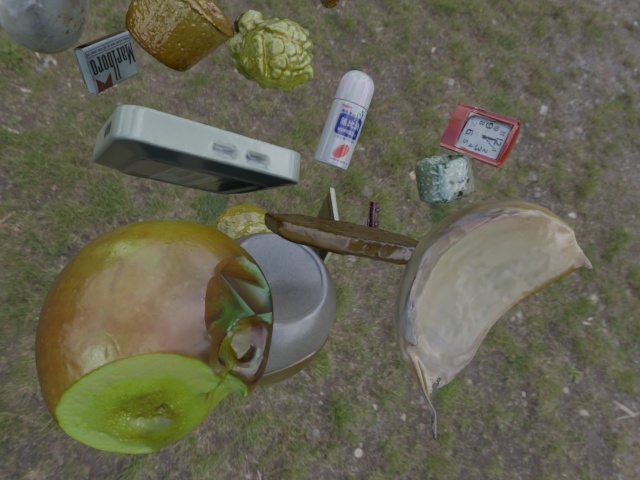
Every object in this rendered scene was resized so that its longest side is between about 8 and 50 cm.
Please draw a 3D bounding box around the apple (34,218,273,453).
[{"bbox_3d":[-0.251,0.154,0.705,0.375,0.374,0.383,-5,87,-14],"label":"apple"}]

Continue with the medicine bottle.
[{"bbox_3d":[0.089,-0.429,1.483,0.131,0.130,0.340,19,97,-9],"label":"medicine bottle"}]

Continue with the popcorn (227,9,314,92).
[{"bbox_3d":[-0.130,-0.524,1.165,0.255,0.194,0.256,18,41,-3],"label":"popcorn"}]

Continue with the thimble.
[{"bbox_3d":[0.186,-0.094,0.624,0.085,0.110,0.062,-9,105,15],"label":"thimble"}]

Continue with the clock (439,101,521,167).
[{"bbox_3d":[0.381,-0.248,0.993,0.155,0.061,0.113,30,103,28],"label":"clock"}]

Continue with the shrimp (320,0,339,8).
[{"bbox_3d":[0.025,-0.518,0.803,0.025,0.091,0.126,-10,125,-25],"label":"shrimp"}]

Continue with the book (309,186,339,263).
[{"bbox_3d":[0.000,0.000,1.435,0.021,0.310,0.216,9,47,-17],"label":"book"}]

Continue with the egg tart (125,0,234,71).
[{"bbox_3d":[-0.292,-0.449,0.859,0.147,0.202,0.202,-42,91,21],"label":"egg tart"}]

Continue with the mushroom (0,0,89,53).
[{"bbox_3d":[-0.665,-0.560,0.946,0.244,0.243,0.243,2,79,-12],"label":"mushroom"}]

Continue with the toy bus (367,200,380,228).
[{"bbox_3d":[0.193,-0.088,1.511,0.043,0.031,0.110,6,94,16],"label":"toy bus"}]

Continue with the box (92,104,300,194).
[{"bbox_3d":[-0.275,-0.172,0.917,0.374,0.367,0.090,10,87,-34],"label":"box"}]

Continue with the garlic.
[{"bbox_3d":[0.198,0.071,0.580,0.338,0.151,0.196,-43,61,-8],"label":"garlic"}]

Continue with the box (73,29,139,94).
[{"bbox_3d":[-0.556,-0.472,1.099,0.036,0.115,0.177,14,43,12],"label":"box"}]

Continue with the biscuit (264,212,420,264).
[{"bbox_3d":[0.057,-0.008,0.878,0.360,0.359,0.046,9,99,-11],"label":"biscuit"}]

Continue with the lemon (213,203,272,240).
[{"bbox_3d":[-0.265,0.002,1.627,0.317,0.285,0.285,24,75,-14],"label":"lemon"}]

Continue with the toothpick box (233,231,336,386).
[{"bbox_3d":[-0.175,0.217,1.226,0.410,0.425,0.408,9,51,-12],"label":"toothpick box"}]
